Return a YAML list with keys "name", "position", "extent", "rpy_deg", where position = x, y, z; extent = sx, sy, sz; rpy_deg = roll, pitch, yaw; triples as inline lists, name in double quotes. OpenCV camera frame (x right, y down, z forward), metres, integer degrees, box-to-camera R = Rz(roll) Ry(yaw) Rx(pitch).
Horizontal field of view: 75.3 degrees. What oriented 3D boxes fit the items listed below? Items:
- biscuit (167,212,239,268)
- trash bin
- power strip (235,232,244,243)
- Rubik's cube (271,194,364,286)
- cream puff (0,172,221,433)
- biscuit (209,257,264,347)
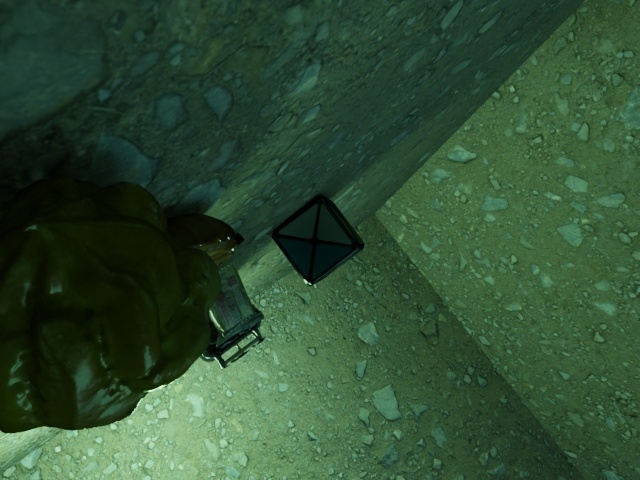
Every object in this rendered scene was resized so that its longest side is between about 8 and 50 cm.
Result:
- name: "biscuit"
  position: [-0.324, 0.051, 0.861]
  extent: [0.325, 0.107, 0.326]
  rpy_deg: [-34, 171, -7]
- name: "trash bin"
  position: [-0.391, 0.307, 1.549]
  extent: [0.255, 0.296, 0.367]
  rpy_deg: [-35, 179, -26]
- name: "power strip"
  position: [-0.262, 0.006, 1.191]
  extent: [0.038, 0.029, 0.111]
  rpy_deg: [-41, 175, 21]
- name: "Rubik's cube"
  position: [0.000, 0.000, 1.589]
  extent: [0.248, 0.246, 0.250]
  rpy_deg: [-39, 173, 9]
- name: "cream puff"
  position: [-0.291, 0.045, 0.506]
  extent: [0.291, 0.257, 0.324]
  rpy_deg: [-9, -146, 2]
- name: "biscuit"
  position: [-0.300, 0.178, 1.316]
  extent: [0.186, 0.309, 0.079]
  rpy_deg: [-32, -150, -29]
